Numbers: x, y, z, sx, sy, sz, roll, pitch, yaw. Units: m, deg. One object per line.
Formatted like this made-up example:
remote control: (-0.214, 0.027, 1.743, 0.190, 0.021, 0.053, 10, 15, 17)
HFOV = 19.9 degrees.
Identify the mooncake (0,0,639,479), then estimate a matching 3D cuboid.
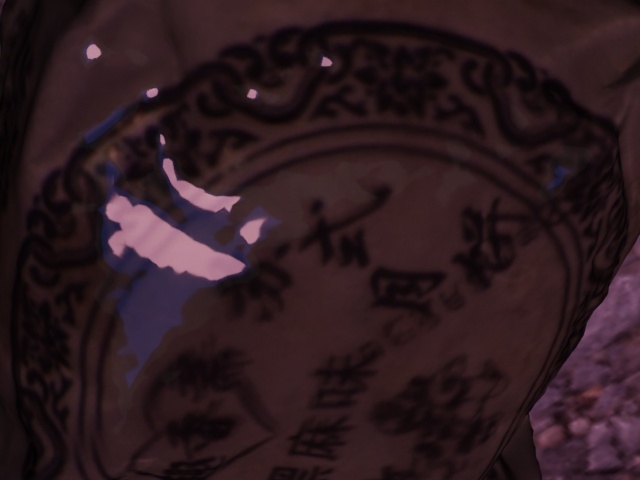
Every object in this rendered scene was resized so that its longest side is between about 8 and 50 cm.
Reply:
mooncake: (0.001, 0.004, 0.676, 0.250, 0.136, 0.254, 0, 125, -22)
